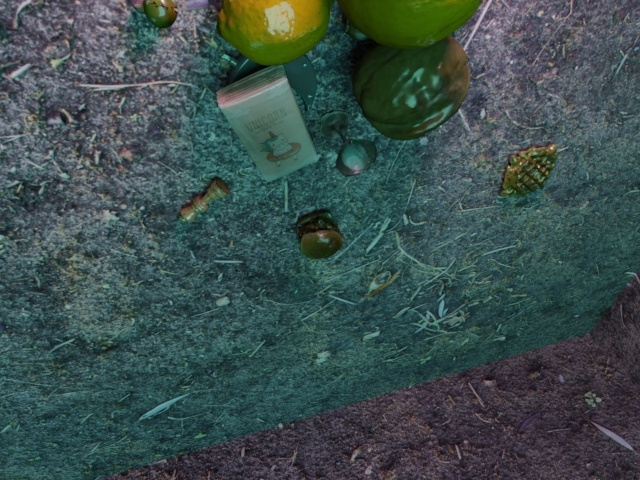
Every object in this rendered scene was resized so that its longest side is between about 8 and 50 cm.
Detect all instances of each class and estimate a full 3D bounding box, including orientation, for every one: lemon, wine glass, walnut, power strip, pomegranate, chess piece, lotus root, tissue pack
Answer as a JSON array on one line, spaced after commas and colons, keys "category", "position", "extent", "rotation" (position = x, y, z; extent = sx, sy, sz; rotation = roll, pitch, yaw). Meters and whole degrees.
[{"category": "lemon", "position": [-0.092, -0.476, 0.931], "extent": [0.260, 0.204, 0.204], "rotation": [-21, 138, -6]}, {"category": "wine glass", "position": [0.068, -0.274, 1.218], "extent": [0.122, 0.183, 0.122], "rotation": [-13, 139, -12]}, {"category": "walnut", "position": [0.226, -0.392, 1.123], "extent": [0.276, 0.282, 0.253], "rotation": [-32, 98, 18]}, {"category": "power strip", "position": [-0.123, -0.405, 1.097], "extent": [0.253, 0.054, 0.168], "rotation": [1, 130, -25]}, {"category": "lemon", "position": [0.173, -0.538, 0.853], "extent": [0.347, 0.348, 0.348], "rotation": [-13, 136, -12]}, {"category": "pomegranate", "position": [-0.337, -0.476, 0.925], "extent": [0.084, 0.073, 0.073], "rotation": [-5, 149, 34]}, {"category": "chess piece", "position": [-0.342, -0.109, 1.294], "extent": [0.172, 0.060, 0.060], "rotation": [-36, 136, 16]}, {"category": "lotus root", "position": [0.128, -0.529, 1.063], "extent": [0.165, 0.088, 0.088], "rotation": [-27, 138, -8]}, {"category": "tissue pack", "position": [-0.122, -0.283, 1.141], "extent": [0.170, 0.071, 0.325], "rotation": [-21, 154, 3]}]

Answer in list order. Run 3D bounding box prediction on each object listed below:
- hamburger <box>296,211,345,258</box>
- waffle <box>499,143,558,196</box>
[{"category": "hamburger", "position": [0.000, 0.000, 1.499], "extent": [0.159, 0.131, 0.185], "rotation": [-22, 141, 3]}, {"category": "waffle", "position": [0.779, -0.250, 1.657], "extent": [0.204, 0.054, 0.223], "rotation": [-16, 136, -10]}]
